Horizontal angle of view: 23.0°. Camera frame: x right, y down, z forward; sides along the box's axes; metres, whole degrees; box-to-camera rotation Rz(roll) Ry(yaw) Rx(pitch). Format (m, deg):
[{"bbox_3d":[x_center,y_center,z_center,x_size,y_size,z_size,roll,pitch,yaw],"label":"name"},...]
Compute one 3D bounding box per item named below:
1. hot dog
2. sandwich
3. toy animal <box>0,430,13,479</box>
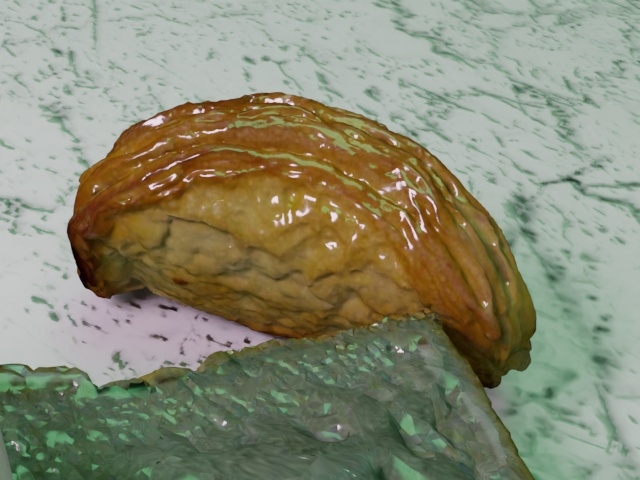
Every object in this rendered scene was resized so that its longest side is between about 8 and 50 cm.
[{"bbox_3d":[-0.001,-0.003,0.868,0.259,0.175,0.114,13,68,2],"label":"hot dog"},{"bbox_3d":[-0.031,0.148,0.652,0.301,0.099,0.271,-4,34,-27],"label":"sandwich"},{"bbox_3d":[-0.223,0.080,0.502,0.266,0.212,0.212,8,21,41],"label":"toy animal"}]
